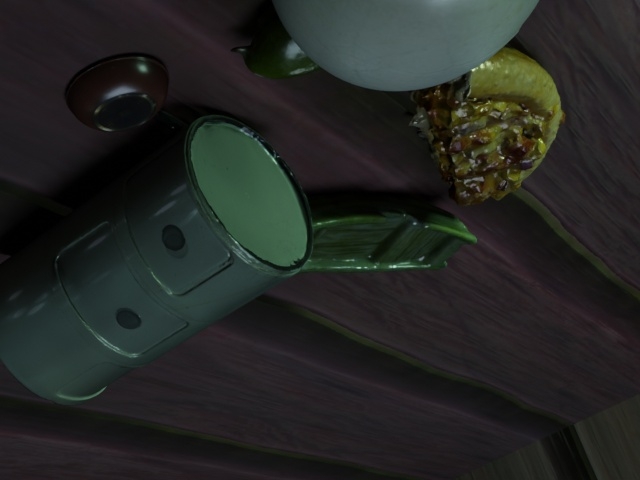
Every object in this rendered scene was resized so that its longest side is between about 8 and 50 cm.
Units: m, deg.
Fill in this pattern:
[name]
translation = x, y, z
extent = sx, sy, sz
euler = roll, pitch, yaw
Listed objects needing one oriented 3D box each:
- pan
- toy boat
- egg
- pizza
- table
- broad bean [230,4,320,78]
[pan]
translation = -0.118, -0.085, 0.906
extent = 0.068, 0.023, 0.115
euler = -29, 156, 16
[toy boat]
translation = 0.000, 0.000, 1.160
extent = 0.293, 0.055, 0.093
euler = -5, 153, -36
[egg]
translation = 0.045, -0.156, 0.722
extent = 0.151, 0.151, 0.209
euler = -16, 167, -11
[pizza]
translation = 0.134, -0.085, 1.080
extent = 0.127, 0.058, 0.246
euler = -18, 155, -5
[table]
translation = -0.126, 0.017, 0.994
extent = 0.220, 0.126, 0.126
euler = -32, 155, 29
[broad bean]
translation = 0.059, -0.168, 0.845
extent = 0.256, 0.052, 0.053
euler = -30, -162, 14
